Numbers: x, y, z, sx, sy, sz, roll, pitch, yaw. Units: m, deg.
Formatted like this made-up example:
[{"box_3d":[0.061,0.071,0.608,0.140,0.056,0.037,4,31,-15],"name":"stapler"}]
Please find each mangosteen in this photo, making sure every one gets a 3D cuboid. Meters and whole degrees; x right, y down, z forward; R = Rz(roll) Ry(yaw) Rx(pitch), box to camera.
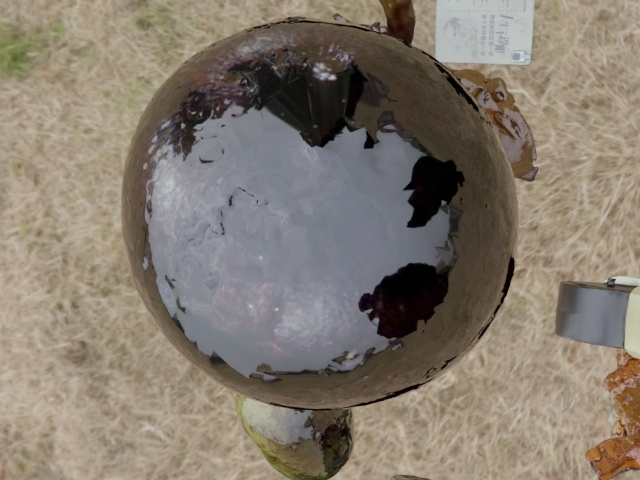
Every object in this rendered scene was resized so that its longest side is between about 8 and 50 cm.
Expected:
[{"box_3d":[0.000,0.000,0.481,0.212,0.250,0.211,-1,63,1],"name":"mangosteen"}]

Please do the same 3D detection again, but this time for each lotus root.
[{"box_3d":[-0.016,0.154,0.733,0.089,0.179,0.080,-28,45,-4],"name":"lotus root"}]

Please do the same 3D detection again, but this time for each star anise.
[{"box_3d":[0.043,-0.129,0.678,0.148,0.346,0.237,-28,42,24],"name":"star anise"}]

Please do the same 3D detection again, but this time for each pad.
[{"box_3d":[0.258,-0.410,1.346,0.160,0.009,0.264,7,106,24],"name":"pad"}]

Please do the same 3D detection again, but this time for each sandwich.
[{"box_3d":[0.535,0.220,1.307,0.212,0.109,0.292,-17,106,0],"name":"sandwich"}]

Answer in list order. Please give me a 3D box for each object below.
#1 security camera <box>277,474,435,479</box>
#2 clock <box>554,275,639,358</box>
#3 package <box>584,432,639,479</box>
[{"box_3d":[0.040,0.263,0.837,0.302,0.157,0.080,6,85,18],"name":"security camera"},{"box_3d":[0.447,0.099,0.997,0.277,0.379,0.120,4,94,-15],"name":"clock"},{"box_3d":[0.359,0.239,0.975,0.111,0.077,0.033,-18,118,9],"name":"package"}]
